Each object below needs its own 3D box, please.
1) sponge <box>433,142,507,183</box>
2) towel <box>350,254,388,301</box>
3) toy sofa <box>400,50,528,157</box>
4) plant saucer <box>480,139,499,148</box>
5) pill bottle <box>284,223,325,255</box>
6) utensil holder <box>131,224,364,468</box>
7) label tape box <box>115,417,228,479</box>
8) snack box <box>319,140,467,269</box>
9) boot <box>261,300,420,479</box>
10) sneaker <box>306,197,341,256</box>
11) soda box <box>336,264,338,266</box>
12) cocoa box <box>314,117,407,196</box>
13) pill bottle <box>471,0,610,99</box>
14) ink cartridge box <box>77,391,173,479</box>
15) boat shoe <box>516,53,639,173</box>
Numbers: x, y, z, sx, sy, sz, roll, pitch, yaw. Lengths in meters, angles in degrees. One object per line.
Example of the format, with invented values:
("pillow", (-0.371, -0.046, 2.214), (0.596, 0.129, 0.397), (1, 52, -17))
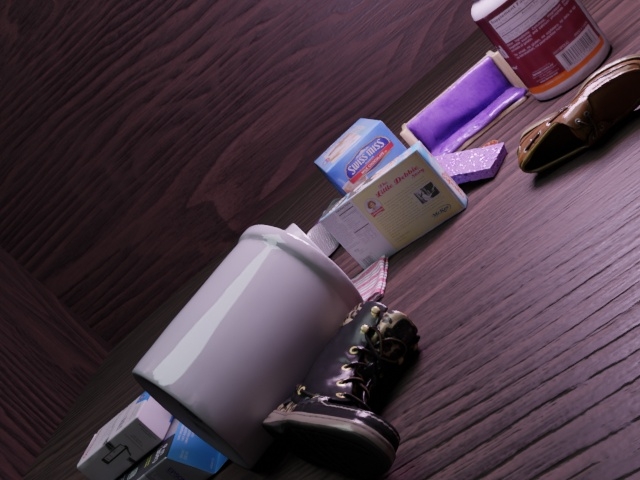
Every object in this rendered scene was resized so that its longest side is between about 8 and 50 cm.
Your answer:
("sponge", (0.352, -0.184, 1.622), (0.210, 0.031, 0.117), (-7, 35, 41))
("towel", (0.100, 0.114, 1.567), (0.144, 0.029, 0.197), (-37, 15, 23))
("toy sofa", (0.418, -0.382, 1.906), (0.362, 0.150, 0.177), (-39, 13, 17))
("plant saucer", (0.431, -0.230, 1.691), (0.083, 0.013, 0.083), (-40, 14, 12))
("pill bottle", (-0.149, 0.134, 1.848), (0.361, 0.204, 0.204), (-45, 13, -2))
("utensil holder", (-0.142, 0.213, 1.325), (0.385, 0.327, 0.327), (-50, 15, -25))
("label tape box", (-0.335, 0.489, 1.498), (0.347, 0.115, 0.249), (-42, 13, 13))
("snack box", (0.175, -0.076, 1.590), (0.322, 0.187, 0.060), (-35, 15, 31))
("boot", (0.065, 0.234, 1.075), (0.284, 0.138, 0.377), (-50, 6, -25))
("sneaker", (0.001, 0.000, 2.106), (0.161, 0.102, 0.282), (-48, 4, 48))
("soda box", (-0.053, 0.120, 1.688), (0.210, 0.071, 0.067), (-11, 6, 14))
("cocoa box", (0.147, -0.229, 2.052), (0.231, 0.228, 0.347), (-43, 13, 3))
("pill bottle", (0.528, -0.573, 1.641), (0.224, 0.392, 0.224), (-40, 13, 11))
("ink cartridge box", (-0.445, 0.453, 1.501), (0.203, 0.086, 0.148), (-41, 12, 13))
("boat shoe", (0.519, -0.229, 1.265), (0.307, 0.110, 0.104), (-44, 13, 45))
